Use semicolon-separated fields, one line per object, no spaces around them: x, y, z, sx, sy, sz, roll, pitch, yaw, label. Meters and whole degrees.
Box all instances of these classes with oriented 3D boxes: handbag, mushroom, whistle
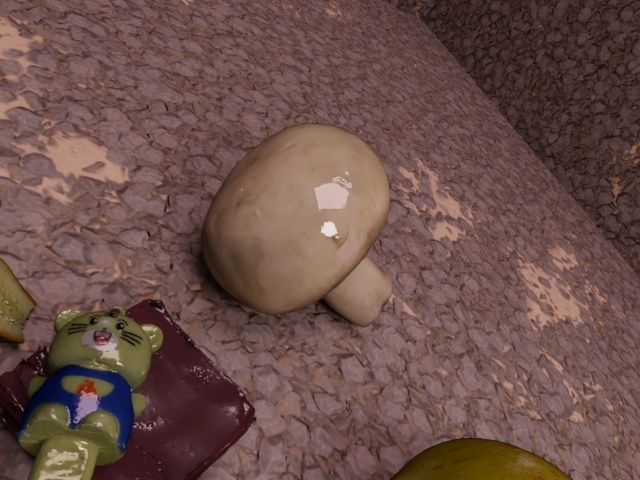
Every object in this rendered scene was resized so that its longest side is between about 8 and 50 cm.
-0.205;0.180;0.583;0.216;0.074;0.203;43;35;10;handbag
0.000;0.000;0.825;0.336;0.314;0.314;43;29;-31;mushroom
-0.211;0.148;0.480;0.105;0.085;0.227;15;42;-13;whistle

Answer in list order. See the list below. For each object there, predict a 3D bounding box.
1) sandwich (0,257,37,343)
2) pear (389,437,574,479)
-0.423;0.028;0.546;0.258;0.096;0.094;20;45;-21;sandwich
0.179;0.351;0.567;0.294;0.294;0.294;24;38;-20;pear
